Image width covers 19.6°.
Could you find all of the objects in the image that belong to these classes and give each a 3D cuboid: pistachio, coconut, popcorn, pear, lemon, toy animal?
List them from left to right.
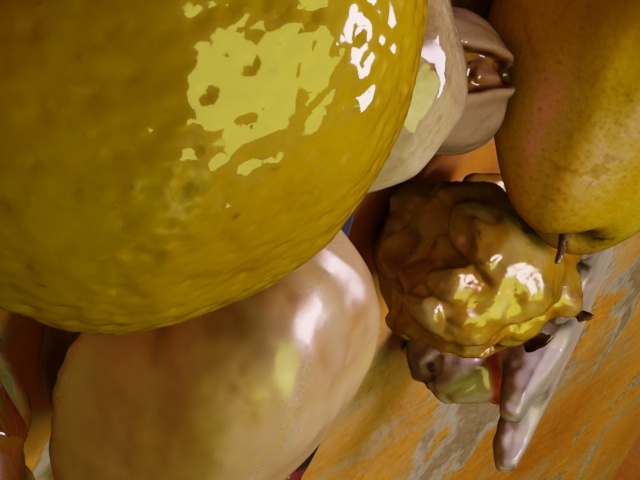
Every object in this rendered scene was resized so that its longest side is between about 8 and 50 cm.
[{"bbox_3d":[-0.101,-0.112,0.939,0.336,0.336,0.336,-44,157,-24],"label":"lemon"},{"bbox_3d":[-0.090,0.092,1.393,0.321,0.238,0.229,-54,-154,31],"label":"pistachio"},{"bbox_3d":[-0.016,-0.124,1.258,0.224,0.224,0.224,-44,157,-24],"label":"coconut"},{"bbox_3d":[0.089,-0.136,1.575,0.206,0.131,0.129,-3,82,-58],"label":"pistachio"},{"bbox_3d":[0.145,0.031,1.837,0.190,0.191,0.253,-41,151,26],"label":"popcorn"},{"bbox_3d":[0.208,0.060,2.047,0.266,0.188,0.308,-49,157,-21],"label":"toy animal"},{"bbox_3d":[0.288,-0.151,1.703,0.285,0.285,0.336,-25,115,-52],"label":"pear"}]

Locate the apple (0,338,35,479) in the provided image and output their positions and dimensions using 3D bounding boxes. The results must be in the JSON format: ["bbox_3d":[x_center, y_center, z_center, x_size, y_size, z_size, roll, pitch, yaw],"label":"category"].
[{"bbox_3d":[-0.282,0.128,0.817,0.374,0.374,0.384,-48,133,-14],"label":"apple"}]

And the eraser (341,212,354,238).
[{"bbox_3d":[0.000,0.000,1.547,0.225,0.036,0.082,-77,-173,-56],"label":"eraser"}]

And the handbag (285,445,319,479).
[{"bbox_3d":[-0.106,0.215,1.645,0.215,0.155,0.169,-6,123,-60],"label":"handbag"}]
